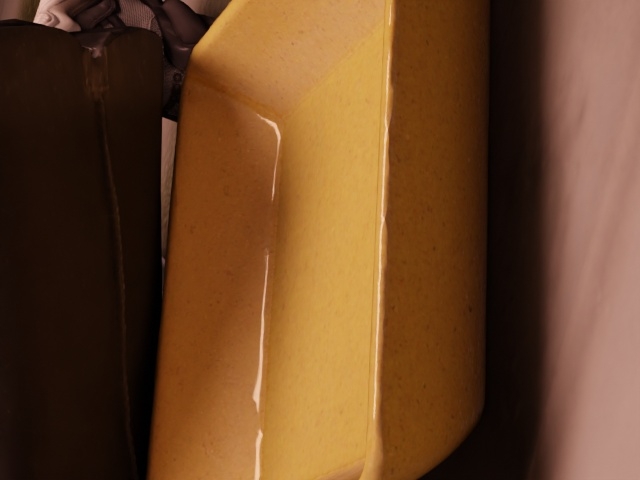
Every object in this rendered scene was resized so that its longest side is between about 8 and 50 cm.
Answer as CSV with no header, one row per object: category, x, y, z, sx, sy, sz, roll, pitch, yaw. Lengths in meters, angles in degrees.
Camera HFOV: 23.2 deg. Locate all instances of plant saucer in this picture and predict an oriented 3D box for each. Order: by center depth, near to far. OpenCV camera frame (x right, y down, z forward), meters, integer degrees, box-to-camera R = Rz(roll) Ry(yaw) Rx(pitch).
plant saucer,0.000,0.000,0.824,0.333,0.081,0.332,144,134,-62

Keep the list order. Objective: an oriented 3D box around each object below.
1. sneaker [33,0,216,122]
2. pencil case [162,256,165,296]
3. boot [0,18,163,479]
sneaker,-0.143,-0.113,1.137,0.268,0.153,0.101,-85,18,-48
pencil case,-0.206,0.119,1.256,0.124,0.114,0.273,53,130,41
boot,-0.185,0.100,0.862,0.367,0.146,0.445,-20,-69,-76
